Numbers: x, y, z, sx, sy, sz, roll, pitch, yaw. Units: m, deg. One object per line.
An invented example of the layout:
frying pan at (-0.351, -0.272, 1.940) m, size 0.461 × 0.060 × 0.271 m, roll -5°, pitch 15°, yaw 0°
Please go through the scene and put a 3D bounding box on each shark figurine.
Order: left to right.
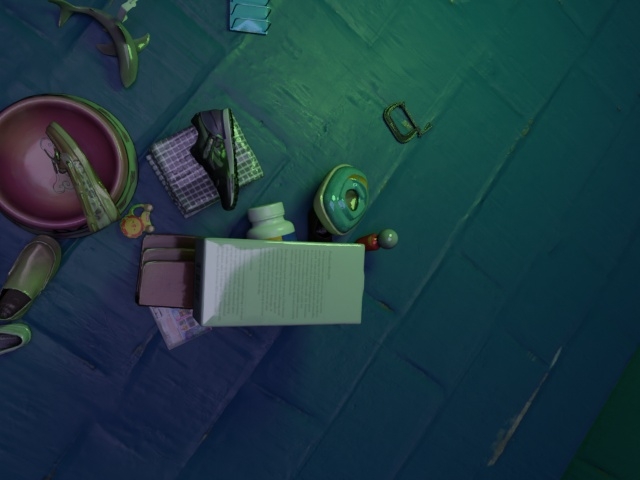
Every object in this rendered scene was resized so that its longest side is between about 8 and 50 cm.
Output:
shark figurine at (-0.588, -0.587, 1.440) m, size 0.278 × 0.116 × 0.166 m, roll 44°, pitch 78°, yaw -17°

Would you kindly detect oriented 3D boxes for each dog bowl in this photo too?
dog bowl at (-0.705, -0.203, 1.402) m, size 0.407 × 0.150 × 0.409 m, roll -1°, pitch 94°, yaw -18°

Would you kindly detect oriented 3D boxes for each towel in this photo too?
towel at (-0.338, -0.227, 1.537) m, size 0.283 × 0.121 × 0.235 m, roll -30°, pitch 101°, yaw -14°

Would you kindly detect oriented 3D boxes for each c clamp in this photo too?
c clamp at (0.295, -0.412, 1.791) m, size 0.137 × 0.022 × 0.161 m, roll -43°, pitch 106°, yaw -6°

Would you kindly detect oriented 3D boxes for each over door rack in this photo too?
over door rack at (-0.519, -0.796, 1.422) m, size 0.239 × 0.108 × 0.324 m, roll 43°, pitch 67°, yaw -15°

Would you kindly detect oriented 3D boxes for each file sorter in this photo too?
file sorter at (-0.207, -0.725, 1.560) m, size 0.118 × 0.104 × 0.171 m, roll 0°, pitch 93°, yaw -19°

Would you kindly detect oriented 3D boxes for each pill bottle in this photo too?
pill bottle at (-0.143, 0.026, 1.599) m, size 0.152 × 0.152 × 0.272 m, roll -14°, pitch 98°, yaw -17°

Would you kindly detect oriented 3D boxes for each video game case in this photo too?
video game case at (-0.427, 0.233, 1.588) m, size 0.143 × 0.019 × 0.157 m, roll -24°, pitch 100°, yaw -16°

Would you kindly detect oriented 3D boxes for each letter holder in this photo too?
letter holder at (-0.367, 0.089, 1.516) m, size 0.301 × 0.152 × 0.215 m, roll 7°, pitch 85°, yaw -22°

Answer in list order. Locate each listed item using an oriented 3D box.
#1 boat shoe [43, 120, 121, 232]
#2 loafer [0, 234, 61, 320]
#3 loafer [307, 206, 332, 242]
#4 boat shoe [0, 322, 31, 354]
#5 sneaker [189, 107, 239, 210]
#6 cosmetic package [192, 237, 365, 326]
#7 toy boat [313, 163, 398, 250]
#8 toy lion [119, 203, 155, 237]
boat shoe at (-0.610, -0.158, 1.303) m, size 0.089 × 0.104 × 0.285 m, roll -32°, pitch 103°, yaw -17°
loafer at (-0.790, 0.111, 1.403) m, size 0.101 × 0.092 × 0.269 m, roll 27°, pitch 96°, yaw -20°
loafer at (0.000, 0.000, 1.683) m, size 0.080 × 0.078 × 0.220 m, roll -11°, pitch 96°, yaw -17°
boat shoe at (-0.923, 0.269, 1.390) m, size 0.257 × 0.084 × 0.095 m, roll -9°, pitch 96°, yaw -18°
sneaker at (-0.297, -0.220, 1.454) m, size 0.124 × 0.107 × 0.284 m, roll -5°, pitch 88°, yaw -4°
cosmetic package at (-0.114, 0.112, 1.446) m, size 0.452 × 0.161 × 0.230 m, roll 3°, pitch 90°, yaw -22°
toy boat at (0.122, -0.092, 1.658) m, size 0.318 × 0.148 × 0.268 m, roll 55°, pitch 44°, yaw -26°
toy lion at (-0.539, -0.057, 1.530) m, size 0.095 × 0.034 × 0.100 m, roll -3°, pitch 94°, yaw -11°
